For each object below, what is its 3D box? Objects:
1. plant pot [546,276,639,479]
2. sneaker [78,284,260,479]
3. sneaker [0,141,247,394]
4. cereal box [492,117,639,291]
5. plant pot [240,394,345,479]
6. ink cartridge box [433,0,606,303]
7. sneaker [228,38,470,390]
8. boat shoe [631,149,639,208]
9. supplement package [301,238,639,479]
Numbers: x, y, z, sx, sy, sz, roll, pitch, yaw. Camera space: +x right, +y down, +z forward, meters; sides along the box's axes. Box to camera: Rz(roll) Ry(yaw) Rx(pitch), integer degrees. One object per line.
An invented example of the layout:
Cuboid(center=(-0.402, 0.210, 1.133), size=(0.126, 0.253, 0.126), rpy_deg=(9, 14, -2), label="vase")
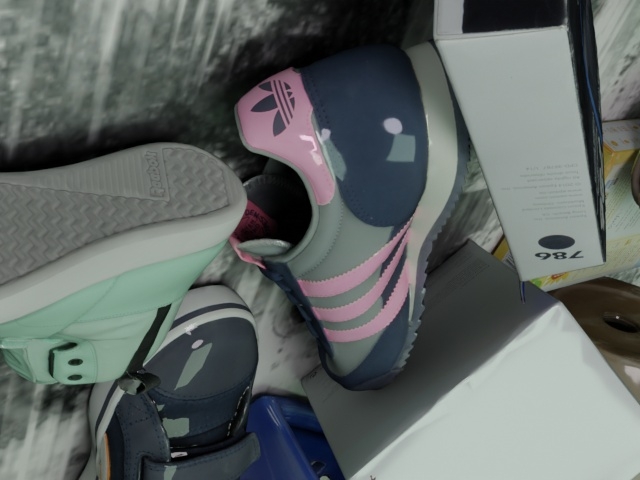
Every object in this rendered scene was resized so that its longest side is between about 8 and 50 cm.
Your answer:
Cuboid(center=(0.254, 0.195, 1.056), size=(0.323, 0.323, 0.280), rpy_deg=(-10, 122, -42), label="plant pot")
Cuboid(center=(-0.104, 0.180, 0.759), size=(0.126, 0.127, 0.321), rpy_deg=(-10, 138, -40), label="sneaker")
Cuboid(center=(-0.164, 0.039, 0.524), size=(0.256, 0.094, 0.151), rpy_deg=(-11, 143, -39), label="sneaker")
Cuboid(center=(0.276, -0.036, 0.975), size=(0.240, 0.047, 0.173), rpy_deg=(-10, 138, -43), label="cereal box")
Cuboid(center=(-0.023, 0.299, 0.918), size=(0.212, 0.236, 0.236), rpy_deg=(-38, 152, 12), label="plant pot")
Cuboid(center=(0.127, -0.094, 0.610), size=(0.065, 0.165, 0.332), rpy_deg=(-3, 157, 16), label="ink cartridge box")
Cuboid(center=(0.000, 0.000, 0.677), size=(0.131, 0.112, 0.319), rpy_deg=(-8, 142, -12), label="sneaker")
Cuboid(center=(0.361, -0.143, 0.842), size=(0.097, 0.116, 0.324), rpy_deg=(28, 96, -41), label="boat shoe")
Cuboid(center=(0.116, 0.132, 0.822), size=(0.194, 0.203, 0.149), rpy_deg=(-40, 106, 0), label="supplement package")
